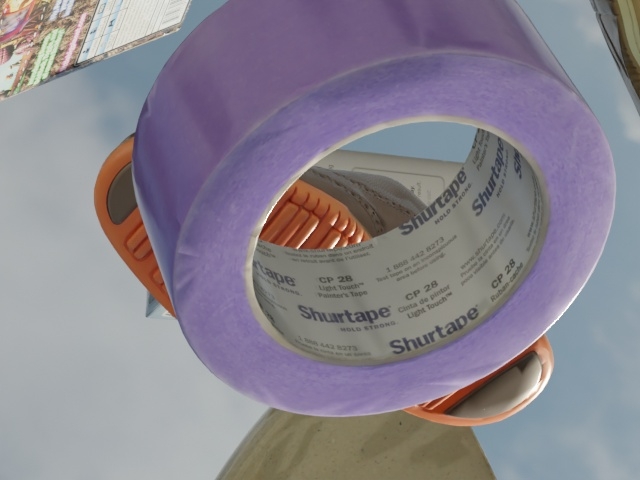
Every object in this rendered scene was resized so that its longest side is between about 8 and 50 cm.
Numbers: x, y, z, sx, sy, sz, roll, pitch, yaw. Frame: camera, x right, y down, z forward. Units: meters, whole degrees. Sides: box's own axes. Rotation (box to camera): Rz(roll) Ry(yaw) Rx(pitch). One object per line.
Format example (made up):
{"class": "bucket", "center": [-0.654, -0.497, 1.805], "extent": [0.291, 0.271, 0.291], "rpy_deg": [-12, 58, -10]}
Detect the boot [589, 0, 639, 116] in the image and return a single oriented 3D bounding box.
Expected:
{"class": "boot", "center": [0.343, -0.204, 1.626], "extent": [0.203, 0.262, 0.095], "rpy_deg": [-25, -161, 2]}

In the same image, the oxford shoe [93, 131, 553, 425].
{"class": "oxford shoe", "center": [-0.004, 0.008, 1.277], "extent": [0.364, 0.130, 0.132], "rpy_deg": [30, -153, -35]}

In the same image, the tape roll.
{"class": "tape roll", "center": [0.021, -0.021, 0.800], "extent": [0.189, 0.189, 0.080], "rpy_deg": [1, -143, -23]}

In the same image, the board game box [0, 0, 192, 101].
{"class": "board game box", "center": [-0.212, -0.220, 1.299], "extent": [0.291, 0.232, 0.141], "rpy_deg": [-27, -110, -36]}

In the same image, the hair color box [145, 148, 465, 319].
{"class": "hair color box", "center": [0.000, 0.000, 2.136], "extent": [0.375, 0.113, 0.185], "rpy_deg": [5, -106, -18]}

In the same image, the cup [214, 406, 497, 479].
{"class": "cup", "center": [0.031, 0.268, 1.870], "extent": [0.237, 0.331, 0.331], "rpy_deg": [-25, -129, -7]}
